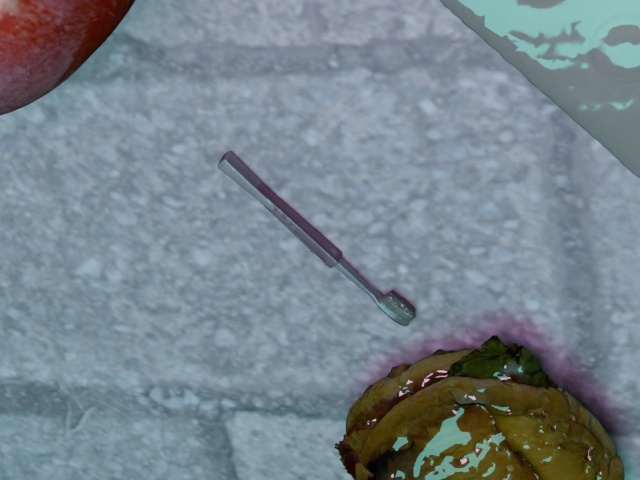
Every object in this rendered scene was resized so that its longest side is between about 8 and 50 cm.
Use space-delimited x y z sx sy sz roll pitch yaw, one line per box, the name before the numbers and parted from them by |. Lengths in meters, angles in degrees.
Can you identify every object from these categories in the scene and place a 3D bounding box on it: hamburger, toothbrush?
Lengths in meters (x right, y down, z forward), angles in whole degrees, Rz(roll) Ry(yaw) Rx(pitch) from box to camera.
hamburger | 0.119 0.178 1.279 0.206 0.130 0.183 -25 117 31
toothbrush | -0.001 0.001 1.257 0.194 0.014 0.017 40 130 -12

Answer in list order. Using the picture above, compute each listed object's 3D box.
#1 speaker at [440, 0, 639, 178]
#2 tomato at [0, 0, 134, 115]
speaker | 0.156 -0.211 0.928 0.406 0.183 0.184 40 124 -12
tomato | -0.234 -0.215 1.037 0.270 0.227 0.270 1 109 2
